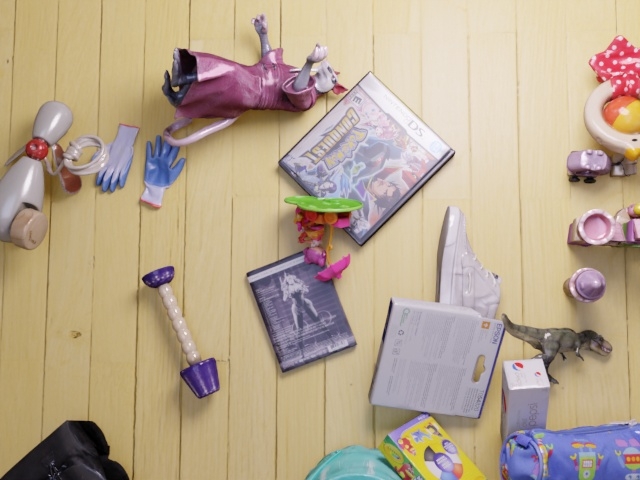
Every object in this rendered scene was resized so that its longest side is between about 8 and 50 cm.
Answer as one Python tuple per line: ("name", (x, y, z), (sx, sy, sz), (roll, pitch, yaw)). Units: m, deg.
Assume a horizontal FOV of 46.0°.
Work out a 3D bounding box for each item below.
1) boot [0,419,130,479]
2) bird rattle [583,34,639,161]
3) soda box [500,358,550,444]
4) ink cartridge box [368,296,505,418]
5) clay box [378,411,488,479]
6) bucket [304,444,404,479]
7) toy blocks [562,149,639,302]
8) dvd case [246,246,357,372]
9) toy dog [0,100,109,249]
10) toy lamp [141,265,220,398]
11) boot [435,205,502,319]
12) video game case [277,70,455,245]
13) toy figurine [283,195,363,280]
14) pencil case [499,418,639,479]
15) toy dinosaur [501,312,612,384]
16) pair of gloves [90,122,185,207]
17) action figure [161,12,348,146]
("boot", (-0.549, 0.630, 1.503), (0.445, 0.146, 0.367), (-39, 84, -3))
("bird rattle", (0.597, -0.260, 1.431), (0.207, 0.143, 0.253), (-38, 75, -13))
("soda box", (0.377, 0.317, 1.397), (0.074, 0.216, 0.069), (-5, 40, 5))
("ink cartridge box", (0.222, 0.228, 1.453), (0.224, 0.045, 0.223), (10, 108, -6))
("clay box", (0.227, 0.437, 1.406), (0.222, 0.128, 0.053), (46, 129, 26))
("bucket", (0.073, 0.539, 1.414), (0.282, 0.183, 0.280), (-1, 85, 6))
("toy blocks", (0.605, -0.029, 1.375), (0.289, 0.260, 0.308), (5, 85, 7))
("dvd case", (-0.040, 0.140, 1.548), (0.165, 0.018, 0.221), (-22, 83, 4))
("toy dog", (-0.601, -0.114, 1.589), (0.220, 0.161, 0.333), (39, 75, 11))
("toy lamp", (-0.279, 0.188, 1.540), (0.080, 0.080, 0.274), (-24, 82, 3))
("boot", (0.297, 0.063, 1.493), (0.124, 0.095, 0.258), (4, 93, 0))
("video game case", (0.094, -0.170, 1.556), (0.275, 0.035, 0.248), (-45, 82, 0))
("toy figurine", (0.000, 0.000, 1.500), (0.173, 0.130, 0.159), (11, 107, 36))
("pencil case", (0.474, 0.392, 1.356), (0.306, 0.119, 0.133), (2, 92, -22))
("toy dinosaur", (0.433, 0.213, 1.442), (0.268, 0.064, 0.118), (13, 93, -25))
("pair of gloves", (-0.393, -0.165, 1.614), (0.198, 0.023, 0.159), (18, 86, 7))
("action figure", (-0.119, -0.298, 1.512), (0.371, 0.248, 0.275), (1, 118, -19))
